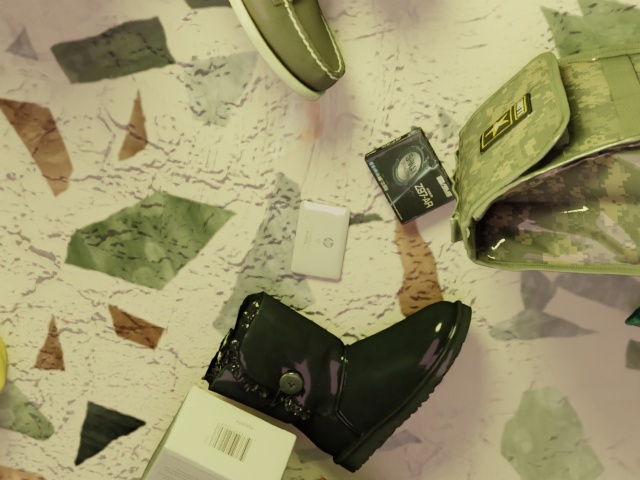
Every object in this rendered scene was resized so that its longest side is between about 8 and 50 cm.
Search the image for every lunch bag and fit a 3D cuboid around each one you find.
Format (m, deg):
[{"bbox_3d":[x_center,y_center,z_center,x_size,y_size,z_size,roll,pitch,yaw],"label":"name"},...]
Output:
[{"bbox_3d":[0.260,-0.077,1.336,0.287,0.235,0.169,-9,115,9],"label":"lunch bag"}]

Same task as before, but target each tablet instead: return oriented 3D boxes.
[{"bbox_3d":[0.000,0.000,1.516,0.054,0.006,0.083,9,112,2],"label":"tablet"}]

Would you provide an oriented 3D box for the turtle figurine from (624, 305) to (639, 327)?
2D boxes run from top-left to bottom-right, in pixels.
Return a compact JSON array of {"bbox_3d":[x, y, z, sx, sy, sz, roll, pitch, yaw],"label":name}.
[{"bbox_3d":[0.426,0.153,1.472,0.175,0.118,0.234,-31,90,1],"label":"turtle figurine"}]

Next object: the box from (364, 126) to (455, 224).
[{"bbox_3d":[0.094,-0.067,1.474,0.067,0.018,0.083,-26,106,15],"label":"box"}]

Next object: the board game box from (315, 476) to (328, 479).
[{"bbox_3d":[0.019,0.351,1.562,0.145,0.027,0.281,-31,137,15],"label":"board game box"}]

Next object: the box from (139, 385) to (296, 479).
[{"bbox_3d":[-0.123,0.261,1.554,0.130,0.091,0.170,27,135,-5],"label":"box"}]

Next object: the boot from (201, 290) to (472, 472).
[{"bbox_3d":[0.013,0.115,1.511,0.207,0.094,0.246,33,117,-11],"label":"boot"}]

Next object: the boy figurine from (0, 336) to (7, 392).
[{"bbox_3d":[-0.475,0.093,1.558,0.285,0.092,0.177,19,111,-2],"label":"boy figurine"}]

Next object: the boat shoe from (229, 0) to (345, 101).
[{"bbox_3d":[-0.051,-0.279,1.360,0.091,0.109,0.305,-25,103,19],"label":"boat shoe"}]
